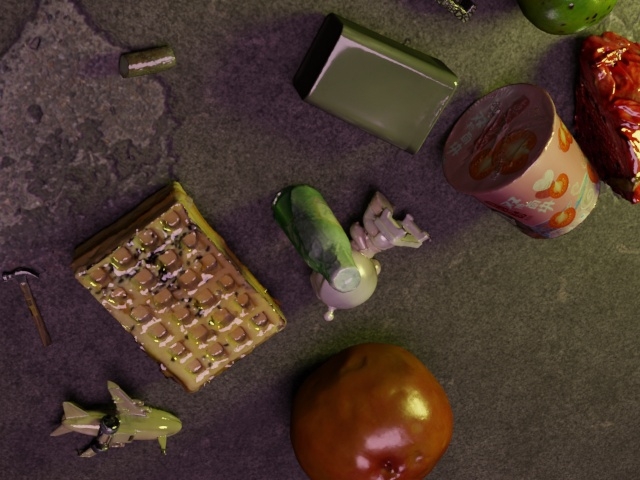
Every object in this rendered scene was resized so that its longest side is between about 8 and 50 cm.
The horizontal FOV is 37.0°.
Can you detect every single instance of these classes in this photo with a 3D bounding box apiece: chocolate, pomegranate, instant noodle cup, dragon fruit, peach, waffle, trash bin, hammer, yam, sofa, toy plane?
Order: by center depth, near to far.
[{"bbox_3d":[-0.293,-0.301,1.616,0.094,0.043,0.043,-13,122,-12],"label":"yam"},{"bbox_3d":[0.444,-0.460,1.642,0.211,0.263,0.211,-5,98,-36],"label":"pomegranate"},{"bbox_3d":[0.217,-0.436,1.688,0.118,0.060,0.039,27,112,-29],"label":"sofa"},{"bbox_3d":[0.093,-0.279,1.707,0.241,0.122,0.164,19,113,-24],"label":"trash bin"},{"bbox_3d":[0.000,0.000,1.736,0.110,0.291,0.110,-9,120,-16],"label":"chocolate"},{"bbox_3d":[-0.538,0.127,1.804,0.062,0.017,0.182,-17,124,-8],"label":"hammer"},{"bbox_3d":[-0.260,0.094,1.814,0.261,0.114,0.376,-33,123,4],"label":"waffle"},{"bbox_3d":[0.392,-0.135,1.824,0.243,0.243,0.231,-45,128,11],"label":"instant noodle cup"},{"bbox_3d":[0.572,-0.240,1.856,0.240,0.302,0.330,-20,119,28],"label":"dragon fruit"},{"bbox_3d":[-0.407,0.374,1.946,0.256,0.104,0.242,15,128,-18],"label":"toy plane"},{"bbox_3d":[0.105,0.388,1.987,0.343,0.301,0.342,-9,122,-14],"label":"peach"}]

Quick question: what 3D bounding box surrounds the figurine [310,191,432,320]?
[{"bbox_3d":[0.082,0.043,1.880,0.144,0.182,0.256,42,105,4],"label":"figurine"}]
